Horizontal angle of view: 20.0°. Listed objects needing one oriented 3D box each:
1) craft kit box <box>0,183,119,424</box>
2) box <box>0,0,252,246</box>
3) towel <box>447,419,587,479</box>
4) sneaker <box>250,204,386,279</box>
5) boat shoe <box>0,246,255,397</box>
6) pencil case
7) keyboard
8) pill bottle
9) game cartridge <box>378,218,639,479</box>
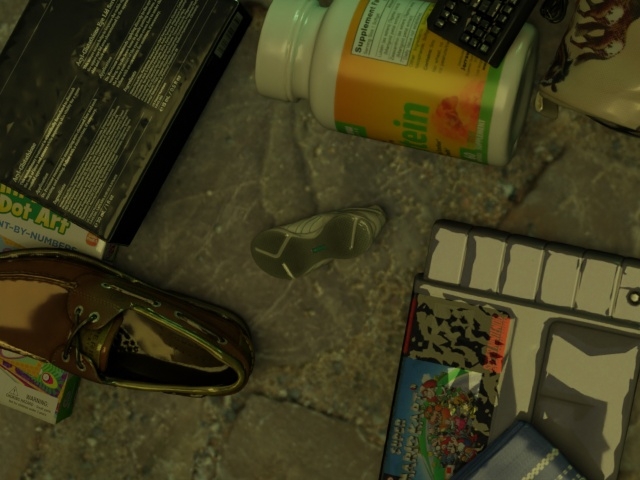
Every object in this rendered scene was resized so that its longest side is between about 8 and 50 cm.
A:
[{"bbox_3d":[-0.342,0.032,1.867,0.250,0.061,0.246,19,100,10],"label":"craft kit box"},{"bbox_3d":[-0.211,-0.152,1.754,0.184,0.103,0.261,29,91,6],"label":"box"},{"bbox_3d":[0.221,0.363,1.720,0.243,0.040,0.336,-45,84,14],"label":"towel"},{"bbox_3d":[0.000,0.000,1.779,0.152,0.061,0.053,-12,103,34],"label":"sneaker"},{"bbox_3d":[-0.213,0.082,1.769,0.307,0.104,0.110,10,105,-6],"label":"boat shoe"},{"bbox_3d":[0.308,-0.270,1.509,0.183,0.160,0.410,30,109,40],"label":"pencil case"},{"bbox_3d":[0.180,-0.241,1.596,0.108,0.023,0.180,32,94,16],"label":"keyboard"},{"bbox_3d":[0.070,-0.158,1.691,0.246,0.136,0.136,13,101,12],"label":"pill bottle"},{"bbox_3d":[0.182,0.172,1.755,0.230,0.068,0.355,11,101,8],"label":"game cartridge"}]
